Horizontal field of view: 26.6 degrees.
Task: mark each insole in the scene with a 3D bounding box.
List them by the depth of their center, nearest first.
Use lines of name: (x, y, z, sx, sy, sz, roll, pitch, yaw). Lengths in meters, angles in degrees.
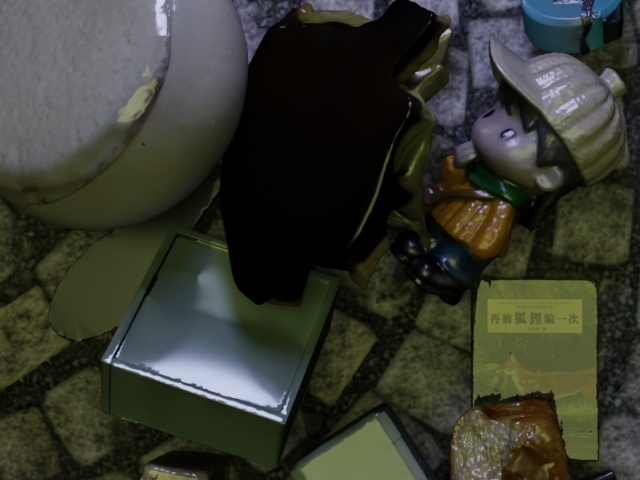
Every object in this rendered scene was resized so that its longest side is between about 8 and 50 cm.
insole: (-0.238, 0.008, 1.762, 0.110, 0.012, 0.309, 38, 92, 7)

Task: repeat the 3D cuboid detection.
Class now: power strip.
power strip: (0.081, 0.329, 1.655, 0.139, 0.140, 0.224, -33, 85, 3)

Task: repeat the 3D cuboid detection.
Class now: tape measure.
tape measure: (0.311, -0.288, 1.666, 0.125, 0.081, 0.146, 0, 49, 15)

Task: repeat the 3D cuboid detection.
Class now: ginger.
ginger: (0.062, -0.114, 1.611, 0.358, 0.211, 0.414, -12, 65, 48)

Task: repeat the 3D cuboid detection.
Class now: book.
book: (0.268, 0.161, 1.699, 0.160, 0.024, 0.228, 1, 89, 8)

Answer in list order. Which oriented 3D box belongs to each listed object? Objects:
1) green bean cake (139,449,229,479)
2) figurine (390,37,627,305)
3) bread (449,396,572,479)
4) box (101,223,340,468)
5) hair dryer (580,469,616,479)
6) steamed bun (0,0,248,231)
green bean cake: (-0.169, 0.321, 1.660, 0.085, 0.179, 0.109, 7, 89, 5)
figurine: (0.237, -0.075, 1.652, 0.204, 0.185, 0.332, 15, 110, -25)
bread: (0.239, 0.361, 1.602, 0.148, 0.195, 0.344, -12, 92, 5)
box: (-0.119, 0.130, 1.641, 0.225, 0.117, 0.225, 18, 50, 6)
hair dryer: (0.342, 0.334, 1.689, 0.079, 0.031, 0.083, -25, 100, -4)
steamed bun: (-0.241, -0.183, 1.637, 0.374, 0.241, 0.375, -14, 68, 36)
